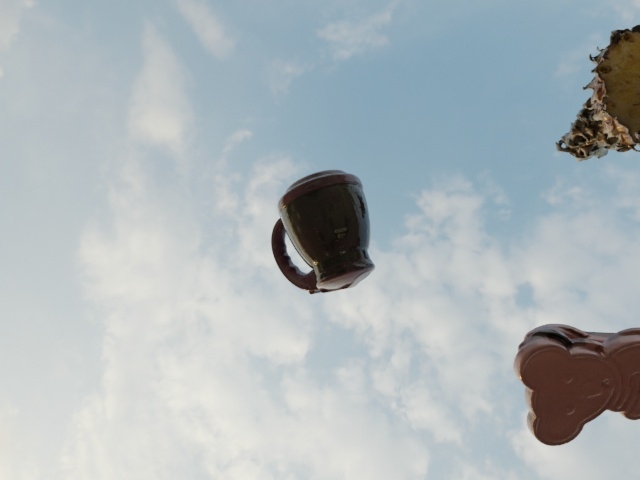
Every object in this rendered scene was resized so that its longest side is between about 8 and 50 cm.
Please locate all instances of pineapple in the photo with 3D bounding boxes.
[{"bbox_3d":[0.598,-0.250,0.878,0.262,0.272,0.263,0,-101,2],"label":"pineapple"}]

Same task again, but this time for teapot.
[{"bbox_3d":[0.000,-0.003,0.564,0.148,0.116,0.146,-19,-104,5],"label":"teapot"}]

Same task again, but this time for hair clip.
[{"bbox_3d":[0.266,0.133,0.420,0.138,0.102,0.123,1,-66,33],"label":"hair clip"}]
